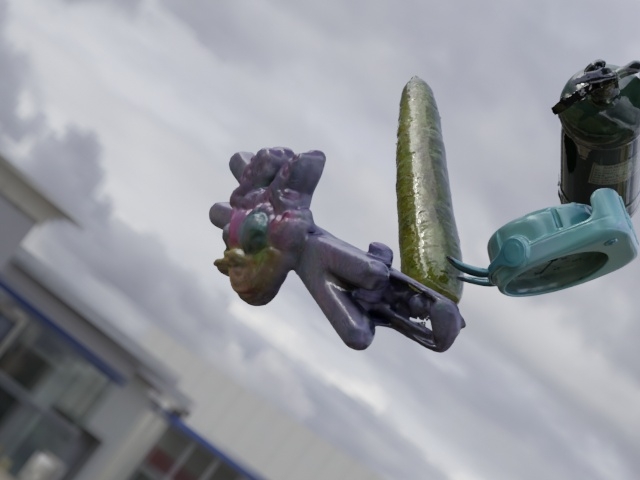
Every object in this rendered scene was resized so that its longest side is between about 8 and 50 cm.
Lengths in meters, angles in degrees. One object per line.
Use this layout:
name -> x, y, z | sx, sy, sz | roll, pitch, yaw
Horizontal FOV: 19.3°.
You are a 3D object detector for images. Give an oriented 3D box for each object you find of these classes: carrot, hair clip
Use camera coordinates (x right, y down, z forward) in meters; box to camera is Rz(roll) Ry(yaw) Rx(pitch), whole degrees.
carrot -> 0.123, -0.065, 2.216 | 0.074, 0.358, 0.074 | -1, -39, -1
hair clip -> -0.008, 0.001, 1.488 | 0.090, 0.137, 0.278 | 4, 22, -47

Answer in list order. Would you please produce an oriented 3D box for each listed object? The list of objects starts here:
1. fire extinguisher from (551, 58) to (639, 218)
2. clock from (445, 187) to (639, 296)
fire extinguisher -> 0.281, -0.110, 1.874 | 0.093, 0.118, 0.294 | 56, -7, 23
clock -> 0.174, 0.010, 1.480 | 0.108, 0.147, 0.045 | 46, 27, -68
